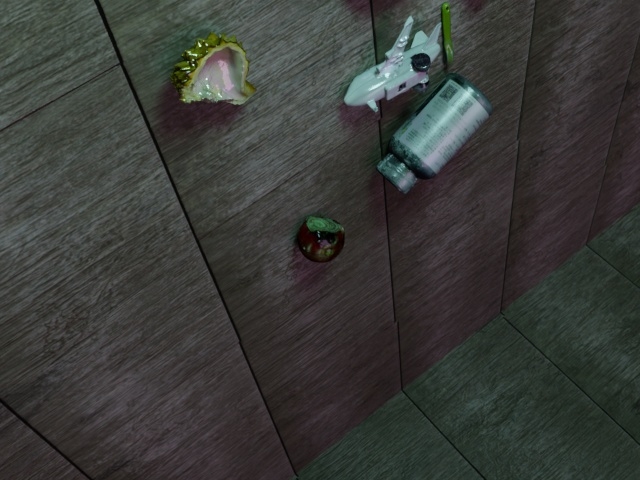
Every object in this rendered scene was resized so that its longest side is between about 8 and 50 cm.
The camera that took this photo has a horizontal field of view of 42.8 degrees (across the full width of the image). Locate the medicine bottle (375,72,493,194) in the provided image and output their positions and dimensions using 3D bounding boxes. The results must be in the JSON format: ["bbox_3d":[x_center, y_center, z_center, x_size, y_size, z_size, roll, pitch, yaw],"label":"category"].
[{"bbox_3d":[0.263,-0.246,1.934,0.293,0.141,0.141,-48,149,4],"label":"medicine bottle"}]

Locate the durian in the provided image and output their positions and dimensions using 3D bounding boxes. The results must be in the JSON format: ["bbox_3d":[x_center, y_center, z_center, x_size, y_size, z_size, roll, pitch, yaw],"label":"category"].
[{"bbox_3d":[-0.184,-0.294,1.426,0.140,0.078,0.224,-63,157,7],"label":"durian"}]

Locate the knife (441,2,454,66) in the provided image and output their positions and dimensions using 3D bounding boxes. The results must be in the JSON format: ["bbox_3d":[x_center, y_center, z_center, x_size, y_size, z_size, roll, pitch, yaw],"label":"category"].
[{"bbox_3d":[0.285,-0.455,1.827,0.022,0.026,0.184,-39,146,-16],"label":"knife"}]

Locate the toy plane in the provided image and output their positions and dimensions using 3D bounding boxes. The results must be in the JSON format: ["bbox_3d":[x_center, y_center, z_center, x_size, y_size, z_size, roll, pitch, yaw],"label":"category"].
[{"bbox_3d":[0.161,-0.353,1.728,0.255,0.101,0.251,-38,160,-11],"label":"toy plane"}]

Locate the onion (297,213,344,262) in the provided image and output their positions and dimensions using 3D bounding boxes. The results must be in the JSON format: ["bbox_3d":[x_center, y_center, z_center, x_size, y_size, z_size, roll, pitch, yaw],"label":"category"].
[{"bbox_3d":[0.000,0.000,1.959,0.117,0.118,0.118,8,128,-14],"label":"onion"}]
